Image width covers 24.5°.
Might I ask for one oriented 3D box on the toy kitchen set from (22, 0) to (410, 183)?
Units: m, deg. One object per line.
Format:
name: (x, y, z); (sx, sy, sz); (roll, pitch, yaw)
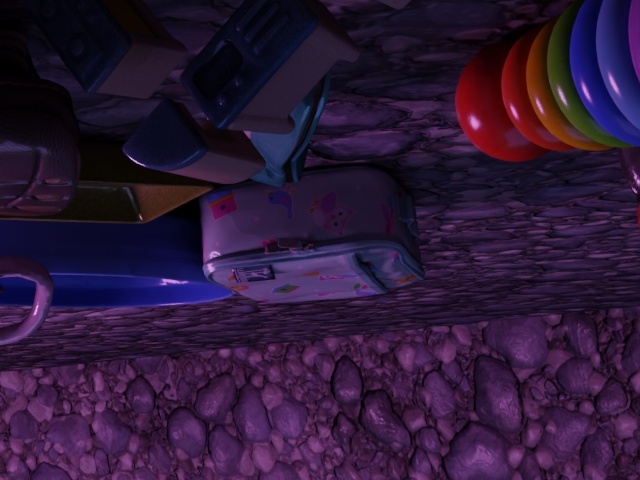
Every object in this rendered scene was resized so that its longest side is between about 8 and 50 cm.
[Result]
toy kitchen set: (-0.066, -0.152, 0.801); (0.207, 0.166, 0.122); (-47, 153, 19)

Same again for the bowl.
bowl: (-0.291, 0.023, 1.686); (0.391, 0.077, 0.391); (0, 172, 0)

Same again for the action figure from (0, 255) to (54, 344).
action figure: (-0.455, 0.068, 1.277); (0.370, 0.276, 0.248); (-30, 154, -28)

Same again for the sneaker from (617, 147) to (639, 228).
sneaker: (0.348, -0.102, 1.133); (0.276, 0.135, 0.097); (-25, 159, -6)

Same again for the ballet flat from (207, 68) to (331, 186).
ballet flat: (-0.045, -0.094, 1.110); (0.087, 0.083, 0.247); (12, 168, -3)

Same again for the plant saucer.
plant saucer: (-0.220, -0.056, 1.375); (0.188, 0.045, 0.188); (1, 170, -27)

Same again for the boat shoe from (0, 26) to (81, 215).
boat shoe: (-0.248, -0.081, 0.969); (0.132, 0.130, 0.355); (5, 174, -28)

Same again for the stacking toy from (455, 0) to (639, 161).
stacking toy: (0.191, -0.107, 0.961); (0.141, 0.141, 0.330); (1, 173, -24)

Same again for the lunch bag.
lunch bag: (0.000, 0.000, 1.589); (0.224, 0.108, 0.279); (-5, 170, 12)
